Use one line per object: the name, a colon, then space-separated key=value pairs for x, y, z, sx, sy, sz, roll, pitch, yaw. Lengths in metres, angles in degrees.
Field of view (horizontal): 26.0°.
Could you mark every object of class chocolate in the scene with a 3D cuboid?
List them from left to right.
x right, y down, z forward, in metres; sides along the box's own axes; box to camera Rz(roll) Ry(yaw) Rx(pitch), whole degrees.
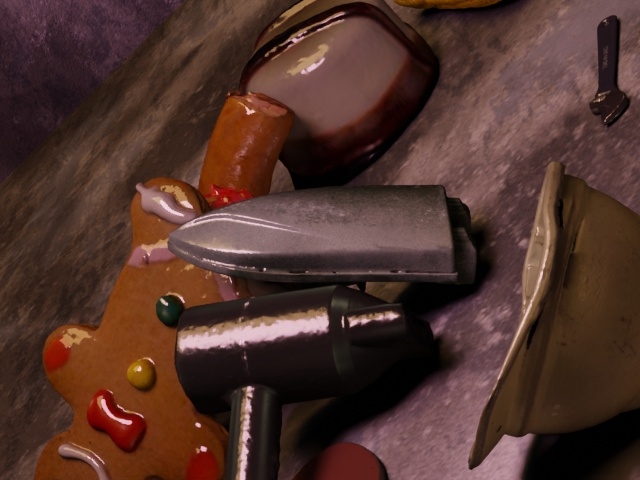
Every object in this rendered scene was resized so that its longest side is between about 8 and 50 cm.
chocolate: x=0.006 y=-0.228 z=1.895 sx=0.283 sy=0.186 sz=0.284 roll=-39 pitch=24 yaw=21

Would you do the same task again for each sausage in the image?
sausage: x=-0.109 y=-0.060 z=1.806 sx=0.109 sy=0.108 sz=0.271 roll=-126 pitch=45 yaw=-67

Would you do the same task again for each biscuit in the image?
biscuit: x=-0.198 y=0.164 z=1.538 sx=0.283 sy=0.064 sz=0.432 roll=36 pitch=100 yaw=24

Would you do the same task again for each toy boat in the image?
toy boat: x=0.000 y=0.000 z=1.442 sx=0.319 sy=0.092 sz=0.141 roll=0 pitch=31 yaw=0

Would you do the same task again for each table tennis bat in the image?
table tennis bat: x=0.017 y=0.263 z=1.294 sx=0.138 sy=0.022 sz=0.246 roll=-49 pitch=20 yaw=-5

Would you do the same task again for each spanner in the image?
spanner: x=0.313 y=-0.188 z=1.505 sx=0.046 sy=0.012 sz=0.208 roll=-32 pitch=26 yaw=32

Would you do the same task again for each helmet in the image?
helmet: x=0.215 y=0.075 z=1.097 sx=0.204 sy=0.137 sz=0.258 roll=78 pitch=-151 yaw=-73

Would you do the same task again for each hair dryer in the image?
hair dryer: x=-0.018 y=0.185 z=1.334 sx=0.244 sy=0.116 sz=0.303 roll=-9 pitch=57 yaw=20

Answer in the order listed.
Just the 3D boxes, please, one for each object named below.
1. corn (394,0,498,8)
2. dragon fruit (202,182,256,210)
corn: x=0.188 y=-0.365 z=1.915 sx=0.102 sy=0.102 sz=0.313 roll=-51 pitch=27 yaw=-8
dragon fruit: x=-0.142 y=0.064 z=1.676 sx=0.268 sy=0.205 sz=0.210 roll=-58 pitch=26 yaw=-2
